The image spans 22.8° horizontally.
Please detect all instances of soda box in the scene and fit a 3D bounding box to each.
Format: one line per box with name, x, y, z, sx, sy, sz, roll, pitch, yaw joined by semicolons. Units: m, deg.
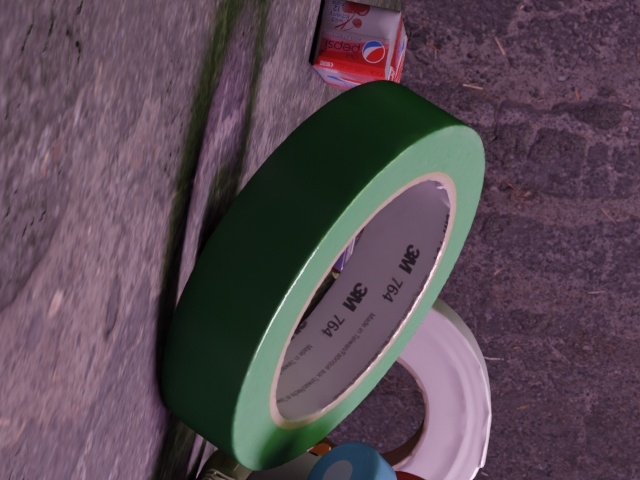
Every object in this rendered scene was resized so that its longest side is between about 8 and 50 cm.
soda box;0.049;-0.225;1.892;0.263;0.092;0.083;-2;103;-85

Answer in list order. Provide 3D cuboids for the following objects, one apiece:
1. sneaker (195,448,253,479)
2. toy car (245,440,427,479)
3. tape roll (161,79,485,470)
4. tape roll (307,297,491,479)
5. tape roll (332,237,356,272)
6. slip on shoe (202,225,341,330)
sneaker;-0.097;0.256;1.481;0.086;0.064;0.192;105;4;-47
toy car;0.007;0.245;1.396;0.219;0.210;0.238;49;7;-34
tape roll;0.008;0.030;1.263;0.321;0.077;0.321;-46;156;-27
tape roll;0.052;0.184;1.788;0.100;0.286;0.286;-44;146;-82
tape roll;0.000;0.000;1.978;0.189;0.080;0.189;11;90;-86
slip on shoe;-0.047;0.036;1.399;0.123;0.101;0.331;-53;162;0
